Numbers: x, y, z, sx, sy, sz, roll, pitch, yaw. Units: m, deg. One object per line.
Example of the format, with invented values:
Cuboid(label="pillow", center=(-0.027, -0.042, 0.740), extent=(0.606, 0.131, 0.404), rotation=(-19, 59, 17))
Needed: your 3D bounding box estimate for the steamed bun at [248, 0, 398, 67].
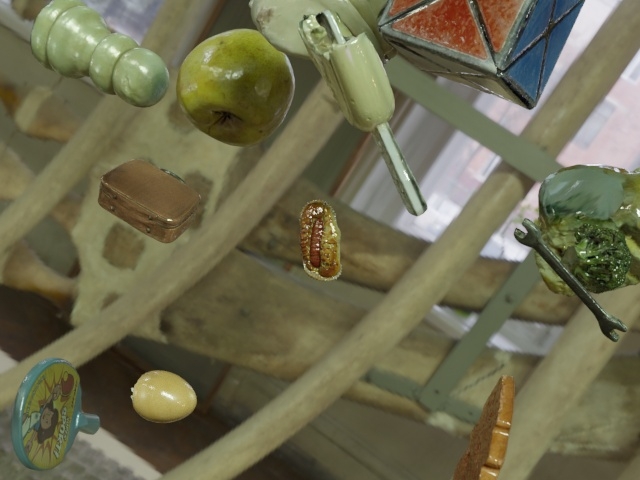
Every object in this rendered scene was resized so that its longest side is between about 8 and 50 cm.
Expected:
Cuboid(label="steamed bun", center=(0.027, -0.509, 1.789), extent=(0.324, 0.220, 0.310), rotation=(10, 33, -18))

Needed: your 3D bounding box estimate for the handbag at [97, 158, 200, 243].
Cuboid(label="handbag", center=(-0.351, -0.087, 1.818), extent=(0.193, 0.072, 0.151), rotation=(30, 38, 14))

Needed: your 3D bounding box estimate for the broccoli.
Cuboid(label="broccoli", center=(0.582, 0.040, 1.848), extent=(0.137, 0.146, 0.162), rotation=(7, 5, -21))

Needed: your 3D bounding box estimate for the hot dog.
Cuboid(label="hot dog", center=(0.000, 0.000, 2.023), extent=(0.099, 0.192, 0.053), rotation=(-4, 4, 5))

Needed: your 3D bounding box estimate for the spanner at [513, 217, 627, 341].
Cuboid(label="spanner", center=(0.401, 0.065, 1.397), extent=(0.254, 0.015, 0.054), rotation=(48, -30, -3))

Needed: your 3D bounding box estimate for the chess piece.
Cuboid(label="chess piece", center=(-0.361, -0.305, 1.471), extent=(0.243, 0.133, 0.133), rotation=(31, 13, 23))

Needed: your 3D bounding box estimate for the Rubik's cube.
Cuboid(label="Rubik's cube", center=(0.286, -0.403, 1.523), extent=(0.254, 0.259, 0.260), rotation=(28, 4, 27))

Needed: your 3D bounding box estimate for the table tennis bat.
Cuboid(label="table tennis bat", center=(-0.518, 0.348, 1.726), extent=(0.044, 0.215, 0.329), rotation=(4, -17, 11))

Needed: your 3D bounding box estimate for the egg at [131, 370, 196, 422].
Cuboid(label="egg", center=(-0.239, 0.242, 1.341), extent=(0.096, 0.080, 0.080), rotation=(16, 11, 12))

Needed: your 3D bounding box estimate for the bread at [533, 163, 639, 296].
Cuboid(label="bread", center=(0.686, -0.047, 2.030), extent=(0.264, 0.395, 0.239), rotation=(52, 42, -38))

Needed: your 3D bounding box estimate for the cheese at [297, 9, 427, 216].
Cuboid(label="cheese", center=(0.051, -0.132, 0.893), extent=(0.235, 0.049, 0.127), rotation=(64, -6, -12))

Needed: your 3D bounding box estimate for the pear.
Cuboid(label="pear", center=(-0.211, -0.407, 2.263), extent=(0.303, 0.304, 0.304), rotation=(30, 15, -9))

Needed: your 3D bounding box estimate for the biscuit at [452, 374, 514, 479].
Cuboid(label="biscuit", center=(0.322, 0.409, 1.684), extent=(0.043, 0.307, 0.284), rotation=(19, 2, 2))
